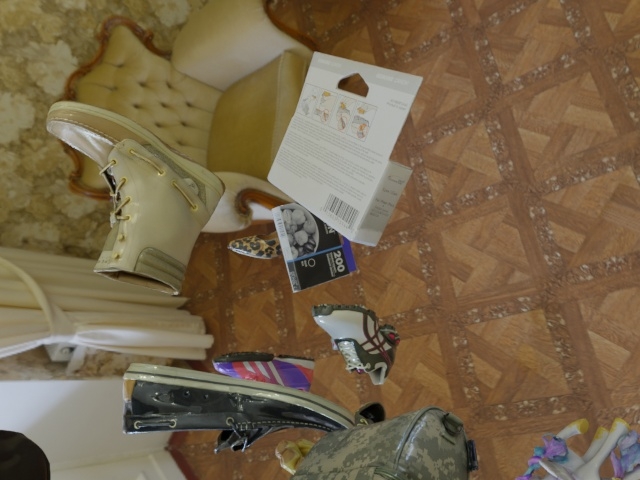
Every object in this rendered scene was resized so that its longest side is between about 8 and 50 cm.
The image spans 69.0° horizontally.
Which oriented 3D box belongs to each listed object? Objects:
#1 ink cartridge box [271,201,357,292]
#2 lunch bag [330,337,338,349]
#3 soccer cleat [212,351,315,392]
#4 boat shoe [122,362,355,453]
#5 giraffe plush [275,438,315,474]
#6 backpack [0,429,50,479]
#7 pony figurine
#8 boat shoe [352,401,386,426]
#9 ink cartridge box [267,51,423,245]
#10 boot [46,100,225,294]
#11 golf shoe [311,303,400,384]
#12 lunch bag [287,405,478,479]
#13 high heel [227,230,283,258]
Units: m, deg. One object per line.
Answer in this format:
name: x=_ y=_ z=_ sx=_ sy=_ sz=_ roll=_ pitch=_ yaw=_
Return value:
ink cartridge box: x=0.000 y=0.000 z=1.138 sx=0.045 sy=0.209 sz=0.206 roll=-13 pitch=92 yaw=54
lunch bag: x=0.087 y=0.352 z=1.637 sx=0.084 sy=0.071 sz=0.053 roll=-10 pitch=98 yaw=19
soccer cleat: x=-0.141 y=0.354 z=1.219 sx=0.109 sy=0.319 sz=0.116 roll=-9 pitch=70 yaw=44
boat shoe: x=-0.176 y=0.375 z=0.998 sx=0.186 sy=0.501 sz=0.155 roll=119 pitch=161 yaw=-67
giraffe plush: x=-0.037 y=0.689 z=1.334 sx=0.181 sy=0.211 sz=0.170 roll=9 pitch=82 yaw=66
backpack: x=-0.568 y=0.542 z=0.748 sx=0.355 sy=0.273 sz=0.290 roll=-56 pitch=25 yaw=-2
pony figurine: x=0.679 y=0.618 z=1.189 sx=0.364 sy=0.351 sz=0.302 roll=-33 pitch=91 yaw=-9
boat shoe: x=0.117 y=0.535 z=1.310 sx=0.109 sy=0.305 sz=0.091 roll=43 pitch=101 yaw=13
ink cartridge box: x=0.041 y=-0.169 z=0.806 sx=0.296 sy=0.066 sz=0.260 roll=39 pitch=111 yaw=47
boot: x=-0.282 y=-0.053 z=0.655 sx=0.095 sy=0.262 sz=0.203 roll=-15 pitch=52 yaw=50
golf shoe: x=0.079 y=0.210 z=0.963 sx=0.105 sy=0.273 sz=0.120 roll=-12 pitch=55 yaw=39
lunch bag: x=0.097 y=0.424 z=0.792 sx=0.305 sy=0.213 sz=0.256 roll=-35 pitch=17 yaw=43
high heel: x=-0.105 y=-0.051 z=1.195 sx=0.093 sy=0.262 sz=0.186 roll=-133 pitch=45 yaw=-65
